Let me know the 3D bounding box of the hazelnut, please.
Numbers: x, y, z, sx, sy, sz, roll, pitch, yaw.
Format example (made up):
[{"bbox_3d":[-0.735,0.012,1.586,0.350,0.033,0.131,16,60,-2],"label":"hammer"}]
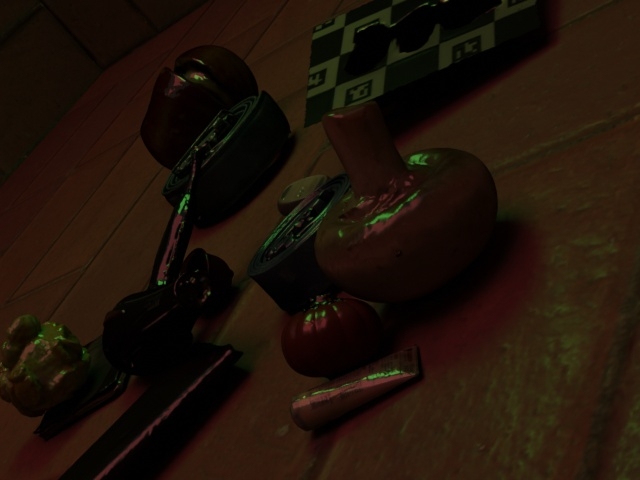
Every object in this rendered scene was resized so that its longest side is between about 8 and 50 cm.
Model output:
[{"bbox_3d":[-0.221,-0.240,2.201,0.251,0.217,0.217,-54,22,-8],"label":"hazelnut"}]

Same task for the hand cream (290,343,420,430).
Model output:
[{"bbox_3d":[0.036,0.148,1.159,0.143,0.039,0.061,-26,17,14],"label":"hand cream"}]

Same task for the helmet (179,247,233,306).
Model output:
[{"bbox_3d":[-0.154,0.056,1.638,0.111,0.057,0.089,-9,79,62],"label":"helmet"}]

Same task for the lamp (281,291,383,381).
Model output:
[{"bbox_3d":[0.012,0.101,1.206,0.107,0.092,0.107,-16,-4,-1],"label":"lamp"}]

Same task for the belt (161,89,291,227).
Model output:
[{"bbox_3d":[-0.158,-0.148,1.985,0.267,0.116,0.206,-53,19,-23],"label":"belt"}]

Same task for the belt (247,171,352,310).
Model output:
[{"bbox_3d":[0.000,0.000,1.449,0.190,0.082,0.141,-47,18,-15],"label":"belt"}]

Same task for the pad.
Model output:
[{"bbox_3d":[-0.332,0.189,1.739,0.174,0.022,0.233,-32,21,24],"label":"pad"}]

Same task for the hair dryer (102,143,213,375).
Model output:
[{"bbox_3d":[-0.192,0.001,1.560,0.304,0.120,0.359,134,151,-58],"label":"hair dryer"}]

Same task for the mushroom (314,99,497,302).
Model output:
[{"bbox_3d":[0.074,-0.049,1.227,0.207,0.215,0.207,-27,12,6],"label":"mushroom"}]

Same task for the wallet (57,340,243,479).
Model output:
[{"bbox_3d":[-0.228,0.244,1.401,0.321,0.044,0.170,-45,11,-20],"label":"wallet"}]

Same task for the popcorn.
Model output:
[{"bbox_3d":[-0.400,0.185,1.677,0.135,0.162,0.141,-10,20,-44],"label":"popcorn"}]

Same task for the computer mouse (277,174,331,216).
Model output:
[{"bbox_3d":[-0.019,-0.060,1.670,0.096,0.039,0.066,-13,33,38],"label":"computer mouse"}]

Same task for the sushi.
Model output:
[{"bbox_3d":[0.166,-0.283,1.746,0.373,0.100,0.296,-21,35,20],"label":"sushi"}]
